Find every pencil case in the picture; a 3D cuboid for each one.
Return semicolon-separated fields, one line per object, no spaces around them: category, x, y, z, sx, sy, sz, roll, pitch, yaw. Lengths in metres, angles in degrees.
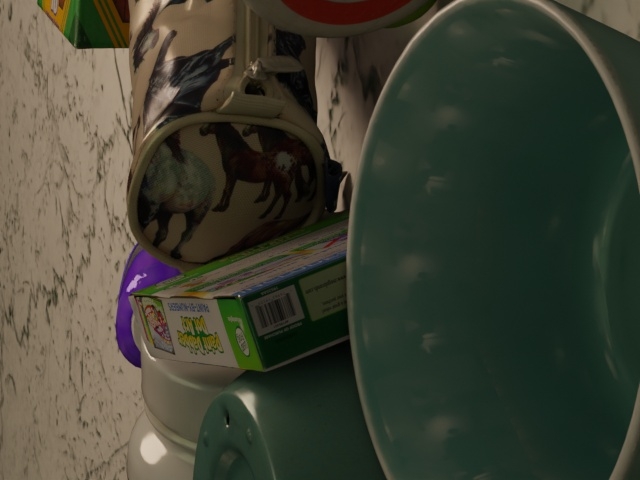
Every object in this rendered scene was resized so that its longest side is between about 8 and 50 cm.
pencil case;-0.074;-0.174;1.516;0.183;0.160;0.410;-51;30;38

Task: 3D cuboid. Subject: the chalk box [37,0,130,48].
chalk box;-0.166;-0.345;1.815;0.179;0.180;0.289;-133;44;-60

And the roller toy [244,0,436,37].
roller toy;0.007;-0.260;1.357;0.146;0.191;0.209;-115;31;-45

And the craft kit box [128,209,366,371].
craft kit box;0.022;0.017;1.266;0.246;0.250;0.061;4;113;68

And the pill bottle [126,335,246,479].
pill bottle;-0.047;0.225;1.473;0.204;0.204;0.361;-128;34;-57

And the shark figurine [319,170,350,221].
shark figurine;-0.006;-0.019;1.557;0.166;0.116;0.278;50;161;4

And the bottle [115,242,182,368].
bottle;-0.129;0.057;1.635;0.283;0.092;0.118;-144;66;-83

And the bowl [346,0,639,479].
bowl;0.154;0.022;1.024;0.311;0.163;0.311;180;90;-65

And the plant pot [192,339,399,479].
plant pot;0.052;0.180;1.225;0.293;0.235;0.293;178;90;-70
